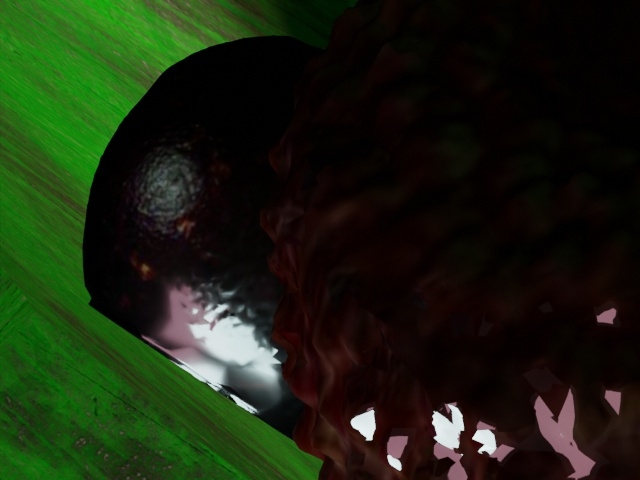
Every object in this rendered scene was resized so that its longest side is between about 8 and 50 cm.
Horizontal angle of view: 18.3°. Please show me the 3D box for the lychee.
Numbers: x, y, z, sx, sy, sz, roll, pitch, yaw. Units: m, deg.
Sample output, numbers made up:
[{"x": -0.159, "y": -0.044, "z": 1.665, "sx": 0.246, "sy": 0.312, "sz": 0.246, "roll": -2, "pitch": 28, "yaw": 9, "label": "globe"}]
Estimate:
[{"x": 0.125, "y": 0.017, "z": 0.743, "sx": 0.306, "sy": 0.306, "sz": 0.330, "roll": 36, "pitch": 148, "yaw": 25, "label": "lychee"}]

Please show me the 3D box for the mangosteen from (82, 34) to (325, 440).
[{"x": -0.004, "y": 0.003, "z": 1.228, "sx": 0.287, "sy": 0.233, "sz": 0.287, "roll": 36, "pitch": 169, "yaw": 8, "label": "mangosteen"}]
